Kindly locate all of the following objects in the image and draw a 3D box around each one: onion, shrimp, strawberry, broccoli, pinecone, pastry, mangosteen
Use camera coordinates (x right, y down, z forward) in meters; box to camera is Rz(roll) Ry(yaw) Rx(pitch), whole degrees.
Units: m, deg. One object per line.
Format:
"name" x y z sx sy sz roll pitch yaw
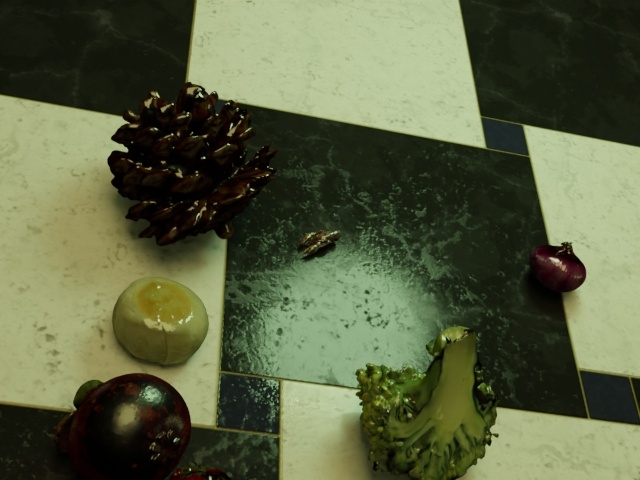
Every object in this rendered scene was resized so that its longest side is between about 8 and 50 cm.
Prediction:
"onion" 0.457 0.046 1.864 0.115 0.104 0.115 13 27 -7
"shrimp" -0.004 -0.001 1.795 0.092 0.029 0.038 -28 64 -31
"strawberry" -0.172 0.368 1.375 0.106 0.106 0.106 10 48 -11
"broccoli" 0.156 0.236 1.520 0.242 0.273 0.180 -8 20 -27
"pinecone" -0.225 -0.140 1.693 0.298 0.242 0.296 -30 67 -31
"pastry" -0.255 0.123 1.558 0.156 0.092 0.156 15 42 -14
"mangosteen" -0.284 0.266 1.382 0.199 0.200 0.200 10 48 -11
